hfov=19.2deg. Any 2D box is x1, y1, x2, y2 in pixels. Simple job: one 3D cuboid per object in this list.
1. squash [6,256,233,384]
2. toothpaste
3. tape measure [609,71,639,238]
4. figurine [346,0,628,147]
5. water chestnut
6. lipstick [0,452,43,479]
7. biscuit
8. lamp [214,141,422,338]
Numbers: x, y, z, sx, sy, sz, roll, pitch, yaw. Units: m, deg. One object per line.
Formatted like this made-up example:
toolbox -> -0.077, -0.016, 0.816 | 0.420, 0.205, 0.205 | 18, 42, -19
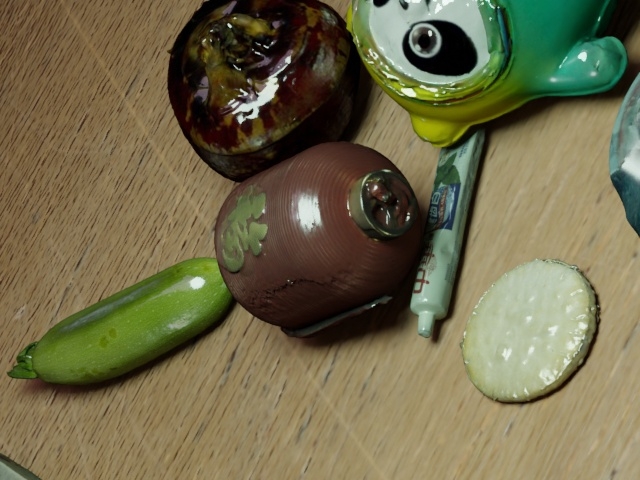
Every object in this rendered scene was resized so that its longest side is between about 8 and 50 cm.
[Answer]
squash -> -0.231, 0.107, 2.126 | 0.341, 0.094, 0.094 | -25, 49, 28
toothpaste -> 0.124, -0.008, 1.894 | 0.060, 0.038, 0.233 | -18, 50, 47
tape measure -> 0.381, -0.086, 1.613 | 0.275, 0.147, 0.256 | -37, 43, 19
figurine -> 0.180, -0.258, 1.879 | 0.340, 0.231, 0.323 | -39, 68, 29
water chestnut -> -0.065, -0.181, 2.050 | 0.224, 0.238, 0.223 | -16, 55, 23
lipstick -> -0.293, 0.316, 2.052 | 0.371, 0.080, 0.076 | 22, 80, 49
biscuit -> 0.195, 0.084, 1.777 | 0.152, 0.020, 0.152 | -25, 49, 32
lamp -> 0.000, 0.000, 1.896 | 0.258, 0.180, 0.180 | -22, 50, 50
